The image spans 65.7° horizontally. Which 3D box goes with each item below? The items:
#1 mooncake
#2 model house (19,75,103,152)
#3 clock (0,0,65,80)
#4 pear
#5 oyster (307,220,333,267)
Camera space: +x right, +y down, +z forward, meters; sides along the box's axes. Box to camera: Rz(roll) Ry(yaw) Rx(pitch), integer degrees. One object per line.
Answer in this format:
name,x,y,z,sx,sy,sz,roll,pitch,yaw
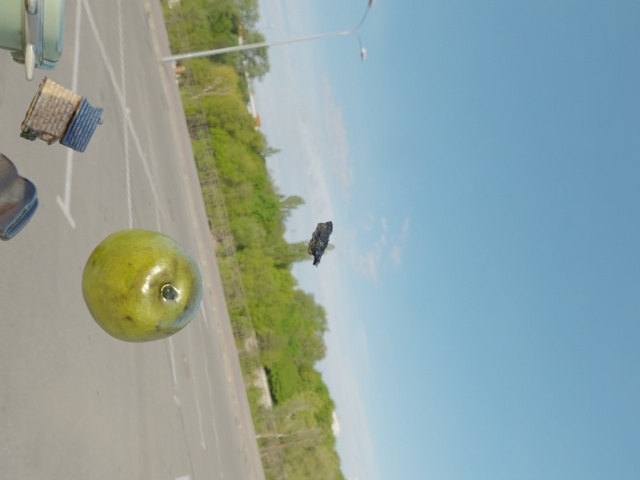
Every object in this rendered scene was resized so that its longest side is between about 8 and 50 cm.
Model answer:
mooncake,-0.888,-0.148,1.287,0.306,0.154,0.306,26,-29,16
model house,-0.696,-0.323,1.343,0.183,0.172,0.166,17,-94,55
clock,-0.428,-0.395,0.720,0.265,0.109,0.323,-51,-135,45
pear,-0.382,0.096,1.080,0.307,0.253,0.252,-3,-78,51
oyster,0.001,0.000,1.163,0.086,0.029,0.132,54,43,-62
